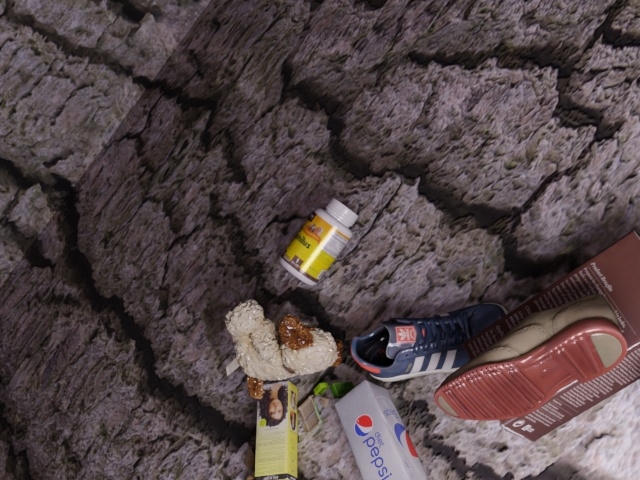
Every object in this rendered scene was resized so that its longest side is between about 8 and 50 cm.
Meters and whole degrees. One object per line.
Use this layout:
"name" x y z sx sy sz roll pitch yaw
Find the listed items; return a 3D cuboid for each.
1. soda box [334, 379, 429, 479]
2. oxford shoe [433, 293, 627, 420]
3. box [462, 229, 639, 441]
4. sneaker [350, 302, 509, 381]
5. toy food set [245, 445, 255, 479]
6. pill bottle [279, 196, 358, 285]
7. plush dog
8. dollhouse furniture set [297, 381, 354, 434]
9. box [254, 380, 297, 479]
"soda box" 0.132 0.433 1.527 0.098 0.091 0.286 -41 45 17
"oxford shoe" 0.352 0.205 1.282 0.348 0.123 0.130 -29 24 27
"box" 0.471 0.178 1.348 0.381 0.143 0.191 -38 46 20
"sneaker" 0.217 0.205 1.546 0.350 0.148 0.131 -25 51 28
"toy food set" -0.145 0.543 1.762 0.078 0.019 0.122 -23 44 30
"pill bottle" 0.000 0.000 1.884 0.215 0.117 0.117 -53 43 3
"plush dog" -0.071 0.252 1.710 0.226 0.262 0.210 -11 66 32
"dollhouse furniture set" 0.015 0.377 1.714 0.151 0.059 0.076 -52 47 33
"box" -0.102 0.449 1.737 0.087 0.058 0.232 -14 57 18
